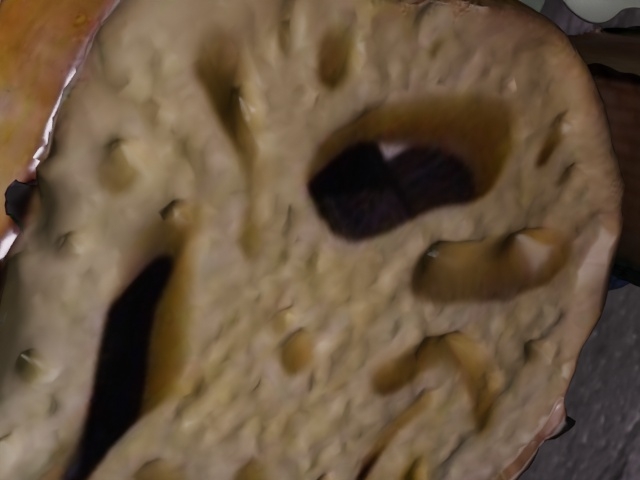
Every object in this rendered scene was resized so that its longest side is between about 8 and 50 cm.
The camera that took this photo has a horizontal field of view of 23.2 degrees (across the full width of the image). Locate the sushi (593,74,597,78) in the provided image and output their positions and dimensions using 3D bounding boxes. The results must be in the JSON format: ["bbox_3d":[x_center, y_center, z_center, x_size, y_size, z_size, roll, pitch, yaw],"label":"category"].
[{"bbox_3d":[0.000,0.000,0.812,0.280,0.043,0.192,-4,117,-26],"label":"sushi"}]

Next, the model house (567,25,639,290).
[{"bbox_3d":[0.190,-0.026,0.901,0.166,0.183,0.172,-11,109,-39],"label":"model house"}]

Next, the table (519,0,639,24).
[{"bbox_3d":[0.193,-0.180,0.841,0.166,0.198,0.166,-16,114,-39],"label":"table"}]

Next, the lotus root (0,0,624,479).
[{"bbox_3d":[-0.031,0.031,0.668,0.390,0.111,0.375,-35,136,-23],"label":"lotus root"}]
